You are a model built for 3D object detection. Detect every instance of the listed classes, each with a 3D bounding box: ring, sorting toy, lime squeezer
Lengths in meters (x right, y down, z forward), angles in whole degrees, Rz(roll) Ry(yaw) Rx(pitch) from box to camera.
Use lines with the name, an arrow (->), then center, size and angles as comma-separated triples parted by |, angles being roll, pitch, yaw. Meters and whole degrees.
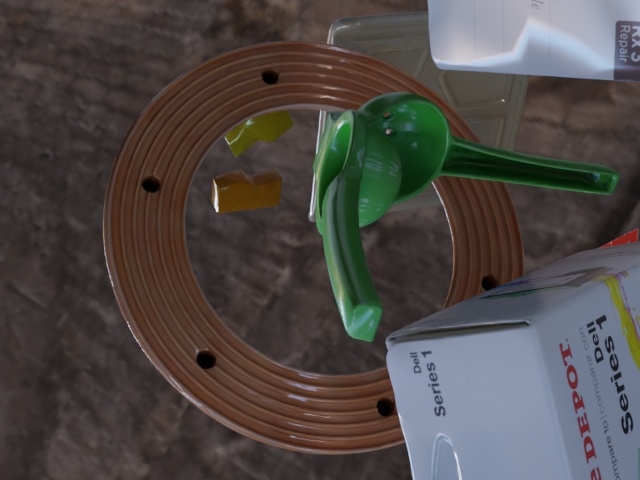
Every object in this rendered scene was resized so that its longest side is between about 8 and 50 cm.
ring -> 0.000, 0.000, 0.926 | 0.336, 0.336, 0.032 | 35, 153, -4
sorting toy -> 0.050, -0.115, 1.112 | 0.041, 0.307, 0.229 | -119, 29, -45
lime squeezer -> 0.041, -0.020, 0.543 | 0.110, 0.059, 0.310 | 43, -153, 14

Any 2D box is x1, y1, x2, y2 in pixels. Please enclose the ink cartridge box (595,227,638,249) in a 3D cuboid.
ink cartridge box -> 0.319, 0.079, 1.449 | 0.045, 0.179, 0.145 | 19, 155, -18

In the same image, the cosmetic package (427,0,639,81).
cosmetic package -> 0.257, -0.207, 0.665 | 0.385, 0.156, 0.217 | 6, 127, 23

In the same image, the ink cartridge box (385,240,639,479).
ink cartridge box -> 0.188, 0.123, 0.842 | 0.117, 0.201, 0.278 | -11, -176, 41
